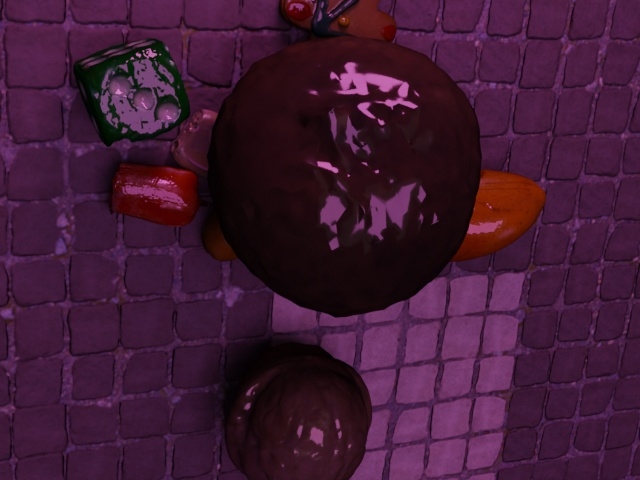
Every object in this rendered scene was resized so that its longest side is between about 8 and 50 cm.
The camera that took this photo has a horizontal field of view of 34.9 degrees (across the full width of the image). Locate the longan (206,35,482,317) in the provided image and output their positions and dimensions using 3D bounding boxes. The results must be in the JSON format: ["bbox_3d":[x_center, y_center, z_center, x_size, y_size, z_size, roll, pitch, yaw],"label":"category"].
[{"bbox_3d":[0.039,-0.091,1.415,0.391,0.391,0.391,-8,112,-21],"label":"longan"}]

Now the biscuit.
[{"bbox_3d":[0.035,-0.351,1.530,0.197,0.049,0.301,11,105,-25],"label":"biscuit"}]

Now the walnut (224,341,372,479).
[{"bbox_3d":[-0.034,0.283,1.620,0.248,0.248,0.248,-8,112,-21],"label":"walnut"}]

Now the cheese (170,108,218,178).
[{"bbox_3d":[-0.132,-0.117,1.547,0.192,0.037,0.097,34,94,-31],"label":"cheese"}]

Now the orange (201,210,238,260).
[{"bbox_3d":[-0.138,-0.011,1.558,0.095,0.085,0.085,-36,122,17],"label":"orange"}]

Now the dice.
[{"bbox_3d":[-0.260,-0.207,1.402,0.128,0.131,0.120,-23,114,-14],"label":"dice"}]

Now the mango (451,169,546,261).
[{"bbox_3d":[0.252,-0.043,1.689,0.252,0.154,0.126,-15,122,-4],"label":"mango"}]

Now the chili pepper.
[{"bbox_3d":[-0.216,-0.063,1.501,0.192,0.086,0.084,9,77,-17],"label":"chili pepper"}]
